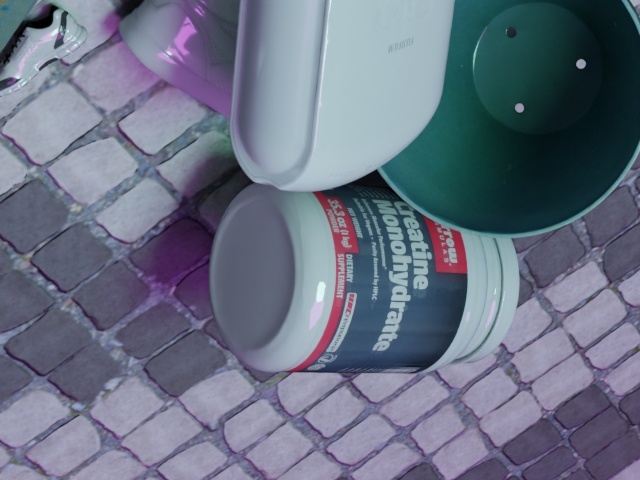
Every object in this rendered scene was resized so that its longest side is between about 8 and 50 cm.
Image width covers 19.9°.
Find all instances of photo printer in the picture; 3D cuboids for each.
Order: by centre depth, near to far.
[{"bbox_3d":[0.026,-0.198,1.605,0.256,0.107,0.307,-27,129,-54],"label":"photo printer"}]

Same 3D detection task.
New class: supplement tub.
[{"bbox_3d":[0.043,0.038,1.824,0.272,0.191,0.191,3,129,-35],"label":"supplement tub"}]

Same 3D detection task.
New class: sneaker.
[{"bbox_3d":[-0.266,-0.172,1.646,0.109,0.040,0.044,-37,124,0],"label":"sneaker"},{"bbox_3d":[-0.030,-0.188,1.724,0.169,0.108,0.292,-44,138,19],"label":"sneaker"}]

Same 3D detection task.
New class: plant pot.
[{"bbox_3d":[0.197,-0.163,1.807,0.290,0.290,0.195,-50,173,20],"label":"plant pot"}]

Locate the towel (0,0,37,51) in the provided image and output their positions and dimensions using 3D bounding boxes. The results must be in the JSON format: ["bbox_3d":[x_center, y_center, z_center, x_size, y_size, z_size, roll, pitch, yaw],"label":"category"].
[{"bbox_3d":[-0.418,-0.154,1.559,0.271,0.040,0.370,15,123,-41],"label":"towel"}]

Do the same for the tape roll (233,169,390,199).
[{"bbox_3d":[0.000,0.000,1.965,0.219,0.072,0.219,-19,139,-17],"label":"tape roll"}]
